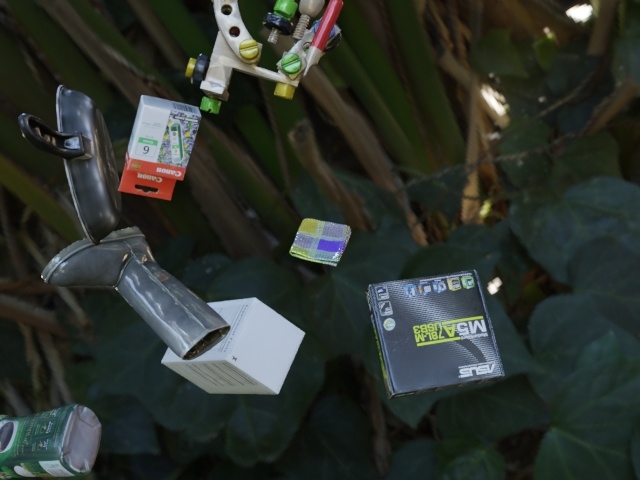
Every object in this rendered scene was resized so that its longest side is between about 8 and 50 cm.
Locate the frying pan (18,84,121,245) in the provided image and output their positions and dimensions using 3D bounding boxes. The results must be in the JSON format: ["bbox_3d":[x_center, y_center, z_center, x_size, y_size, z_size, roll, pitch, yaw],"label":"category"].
[{"bbox_3d":[-0.282,-0.122,1.137,0.053,0.326,0.197,-11,62,-4],"label":"frying pan"}]

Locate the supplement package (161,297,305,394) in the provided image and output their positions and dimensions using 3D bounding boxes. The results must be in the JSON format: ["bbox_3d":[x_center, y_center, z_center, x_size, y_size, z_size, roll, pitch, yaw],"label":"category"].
[{"bbox_3d":[-0.170,0.206,1.891,0.244,0.134,0.139,-10,49,52],"label":"supplement package"}]

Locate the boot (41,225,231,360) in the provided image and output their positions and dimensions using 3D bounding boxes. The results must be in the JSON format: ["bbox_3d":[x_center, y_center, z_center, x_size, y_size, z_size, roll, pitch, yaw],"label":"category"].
[{"bbox_3d":[-0.247,0.083,1.334,0.189,0.208,0.076,-24,-19,-44],"label":"boot"}]

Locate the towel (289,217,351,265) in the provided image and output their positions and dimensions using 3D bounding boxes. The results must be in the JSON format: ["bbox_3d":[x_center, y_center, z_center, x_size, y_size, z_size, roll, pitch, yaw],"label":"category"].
[{"bbox_3d":[0.000,0.000,1.126,0.060,0.009,0.083,13,31,7],"label":"towel"}]

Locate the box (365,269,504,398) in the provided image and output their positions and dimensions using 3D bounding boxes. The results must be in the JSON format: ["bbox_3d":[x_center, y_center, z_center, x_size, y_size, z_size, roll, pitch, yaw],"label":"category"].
[{"bbox_3d":[0.182,0.150,1.593,0.190,0.184,0.045,-7,-22,-10],"label":"box"}]

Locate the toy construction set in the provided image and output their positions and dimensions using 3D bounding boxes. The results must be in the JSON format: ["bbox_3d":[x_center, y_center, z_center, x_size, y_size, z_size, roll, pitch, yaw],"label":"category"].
[{"bbox_3d":[-0.096,-0.314,1.718,0.309,0.257,0.237,18,85,61],"label":"toy construction set"}]

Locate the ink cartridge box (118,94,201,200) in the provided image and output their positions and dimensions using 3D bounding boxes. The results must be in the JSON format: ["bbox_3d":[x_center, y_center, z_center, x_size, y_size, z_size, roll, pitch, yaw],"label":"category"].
[{"bbox_3d":[-0.171,-0.091,1.043,0.029,0.062,0.115,-115,40,-56],"label":"ink cartridge box"}]

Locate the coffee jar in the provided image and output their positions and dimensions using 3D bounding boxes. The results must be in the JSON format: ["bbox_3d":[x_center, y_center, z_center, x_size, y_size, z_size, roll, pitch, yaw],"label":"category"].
[{"bbox_3d":[-0.399,0.284,1.364,0.184,0.079,0.096,-11,50,25],"label":"coffee jar"}]
